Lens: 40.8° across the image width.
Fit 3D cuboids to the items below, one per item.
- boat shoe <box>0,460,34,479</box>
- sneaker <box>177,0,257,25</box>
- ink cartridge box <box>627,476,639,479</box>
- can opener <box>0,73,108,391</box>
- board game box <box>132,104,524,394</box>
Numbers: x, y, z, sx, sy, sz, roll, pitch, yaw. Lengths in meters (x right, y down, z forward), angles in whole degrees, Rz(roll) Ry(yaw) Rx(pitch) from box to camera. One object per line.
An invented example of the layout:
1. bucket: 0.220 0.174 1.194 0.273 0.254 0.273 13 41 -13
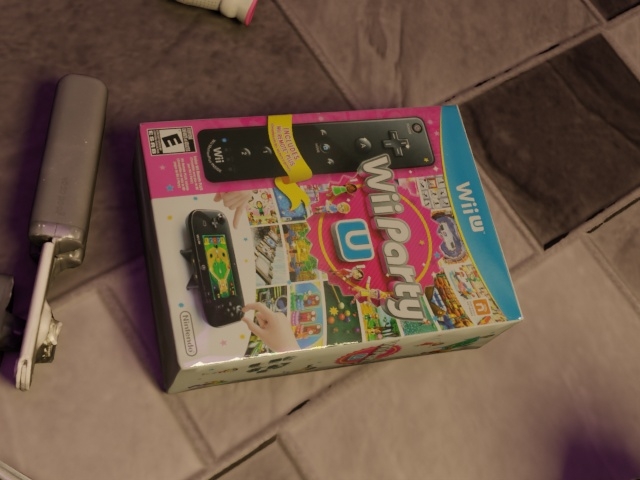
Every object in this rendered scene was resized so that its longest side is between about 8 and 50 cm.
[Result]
1. boat shoe: -0.250 0.204 0.598 0.320 0.103 0.118 37 62 3
2. sneaker: -0.117 -0.346 0.890 0.111 0.103 0.252 4 64 -16
3. ink cartridge box: 0.304 0.278 0.624 0.121 0.289 0.211 12 64 -14
4. can opener: -0.242 -0.013 0.716 0.095 0.076 0.284 8 63 -14
5. board game box: 0.000 0.000 0.771 0.303 0.097 0.224 -6 68 -20
